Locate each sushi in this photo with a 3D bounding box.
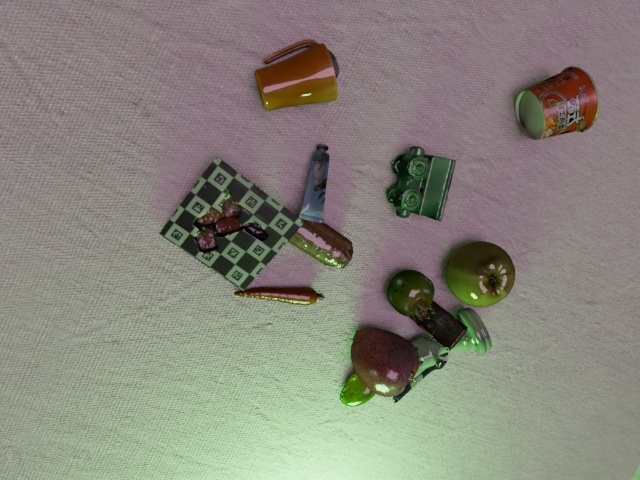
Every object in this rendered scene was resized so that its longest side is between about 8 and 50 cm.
[{"bbox_3d":[-0.300,-0.053,1.542,0.359,0.064,0.343,37,106,-16],"label":"sushi"}]

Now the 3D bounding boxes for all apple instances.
[{"bbox_3d":[0.625,0.130,1.772,0.263,0.262,0.261,-3,104,-15],"label":"apple"}]

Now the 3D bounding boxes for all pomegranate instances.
[{"bbox_3d":[0.357,0.216,1.719,0.187,0.225,0.186,-8,119,-14],"label":"pomegranate"}]

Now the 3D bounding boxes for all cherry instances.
[{"bbox_3d":[0.242,0.461,1.730,0.308,0.261,0.221,38,120,19],"label":"cherry"}]

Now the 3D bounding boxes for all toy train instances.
[{"bbox_3d":[0.363,-0.207,1.664,0.202,0.145,0.265,8,101,-20],"label":"toy train"}]

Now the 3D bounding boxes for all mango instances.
[{"bbox_3d":[0.156,0.599,1.824,0.178,0.100,0.119,-41,71,5],"label":"mango"}]

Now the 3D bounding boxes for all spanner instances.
[{"bbox_3d":[0.424,0.579,1.899,0.316,0.024,0.087,-35,129,-16],"label":"spanner"}]

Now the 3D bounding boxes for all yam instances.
[{"bbox_3d":[0.000,0.001,1.624,0.238,0.128,0.129,31,124,-15],"label":"yam"}]

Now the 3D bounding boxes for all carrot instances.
[{"bbox_3d":[-0.149,0.199,1.669,0.337,0.069,0.068,6,101,-10],"label":"carrot"}]

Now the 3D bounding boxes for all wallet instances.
[{"bbox_3d":[0.456,0.319,1.790,0.121,0.232,0.031,-51,152,1],"label":"wallet"}]

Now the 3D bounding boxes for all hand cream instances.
[{"bbox_3d":[-0.011,-0.200,1.573,0.091,0.058,0.270,13,81,-25],"label":"hand cream"}]

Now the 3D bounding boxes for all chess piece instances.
[{"bbox_3d":[0.520,0.415,1.844,0.299,0.194,0.194,-25,108,1],"label":"chess piece"}]

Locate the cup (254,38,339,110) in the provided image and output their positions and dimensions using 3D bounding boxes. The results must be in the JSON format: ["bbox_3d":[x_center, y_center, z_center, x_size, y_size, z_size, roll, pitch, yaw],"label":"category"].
[{"bbox_3d":[-0.077,-0.539,1.469,0.264,0.182,0.226,-17,74,-4],"label":"cup"}]

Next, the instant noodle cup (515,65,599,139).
[{"bbox_3d":[0.872,-0.498,1.693,0.192,0.250,0.250,-20,107,-1],"label":"instant noodle cup"}]
